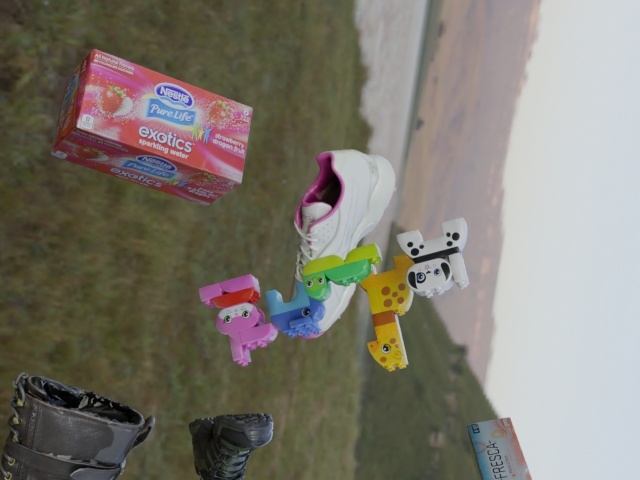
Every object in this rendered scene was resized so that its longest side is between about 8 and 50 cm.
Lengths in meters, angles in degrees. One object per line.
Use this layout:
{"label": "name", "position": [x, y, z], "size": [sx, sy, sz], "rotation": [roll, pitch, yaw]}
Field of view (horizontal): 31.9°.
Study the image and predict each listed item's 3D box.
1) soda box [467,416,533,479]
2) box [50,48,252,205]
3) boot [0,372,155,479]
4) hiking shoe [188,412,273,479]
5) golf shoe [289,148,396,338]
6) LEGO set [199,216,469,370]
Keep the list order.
{"label": "soda box", "position": [0.236, 0.306, 1.438], "size": [0.183, 0.063, 0.058], "rotation": [-96, 174, -65]}
{"label": "box", "position": [-0.241, -0.158, 1.611], "size": [0.122, 0.256, 0.128], "rotation": [-27, -130, 55]}
{"label": "boot", "position": [-0.318, 0.234, 1.157], "size": [0.091, 0.262, 0.229], "rotation": [-98, -159, -64]}
{"label": "hiking shoe", "position": [-0.127, 0.314, 1.645], "size": [0.227, 0.086, 0.114], "rotation": [155, -66, -63]}
{"label": "golf shoe", "position": [0.000, 0.000, 1.702], "size": [0.140, 0.115, 0.306], "rotation": [16, 96, -45]}
{"label": "LEGO set", "position": [0.026, 0.064, 0.935], "size": [0.087, 0.227, 0.093], "rotation": [44, 32, -68]}
